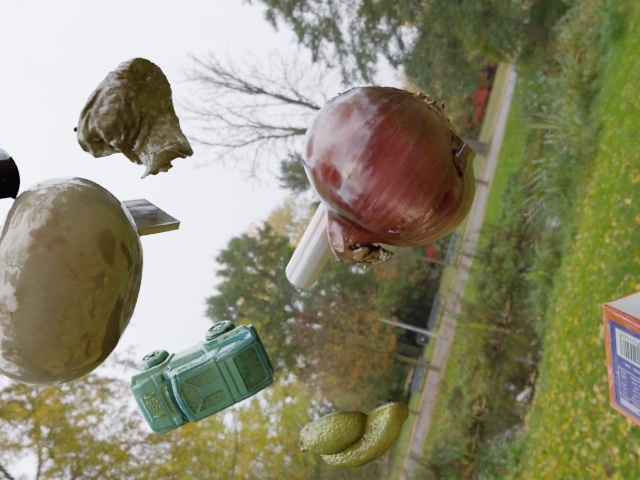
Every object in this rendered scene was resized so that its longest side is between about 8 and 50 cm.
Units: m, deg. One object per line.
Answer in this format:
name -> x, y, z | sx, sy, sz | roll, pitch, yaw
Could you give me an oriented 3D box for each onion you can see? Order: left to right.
onion -> 0.129, -0.143, 1.177 | 0.353, 0.354, 0.353 | 15, -90, -80

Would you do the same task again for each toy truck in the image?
toy truck -> -0.242, 0.280, 1.297 | 0.156, 0.279, 0.154 | -141, 28, -75

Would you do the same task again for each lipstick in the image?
lipstick -> 0.000, 0.000, 1.559 | 0.326, 0.087, 0.087 | -61, 5, 50

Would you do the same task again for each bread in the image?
bread -> 0.057, 0.317, 1.019 | 0.149, 0.188, 0.065 | 50, -160, -47

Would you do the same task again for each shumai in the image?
shumai -> -0.422, -0.302, 1.601 | 0.314, 0.263, 0.267 | -64, 2, -33

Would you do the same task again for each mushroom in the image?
mushroom -> -0.467, 0.063, 1.077 | 0.362, 0.295, 0.361 | -170, 90, -86

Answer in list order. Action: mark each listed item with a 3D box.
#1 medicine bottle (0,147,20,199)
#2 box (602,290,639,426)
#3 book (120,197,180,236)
medicine bottle -> -0.618, -0.106, 0.993 | 0.124, 0.259, 0.079 | 41, 130, 53
box -> 0.750, 0.233, 1.114 | 0.349, 0.319, 0.256 | -143, 39, -67
book -> -0.477, -0.052, 1.521 | 0.231, 0.161, 0.026 | -14, -53, -49
